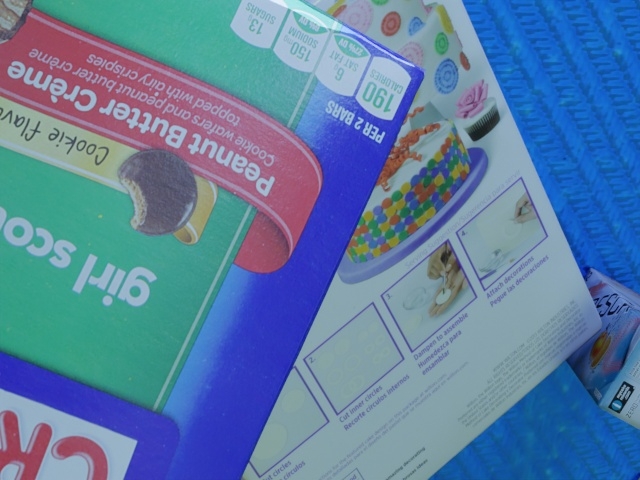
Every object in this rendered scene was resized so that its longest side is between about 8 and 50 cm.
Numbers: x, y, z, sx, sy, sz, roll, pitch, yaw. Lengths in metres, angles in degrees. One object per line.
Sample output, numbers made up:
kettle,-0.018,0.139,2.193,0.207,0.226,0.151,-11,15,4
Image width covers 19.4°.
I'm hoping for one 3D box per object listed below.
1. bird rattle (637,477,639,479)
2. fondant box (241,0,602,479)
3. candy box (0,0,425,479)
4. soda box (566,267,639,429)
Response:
bird rattle,0.280,0.288,1.426,0.207,0.143,0.253,-43,146,8
fondant box,0.000,0.000,1.051,0.238,0.096,0.330,-39,132,-12
candy box,-0.146,0.007,0.809,0.268,0.122,0.317,28,79,-15
soda box,0.196,0.071,1.173,0.063,0.183,0.058,29,97,-7
